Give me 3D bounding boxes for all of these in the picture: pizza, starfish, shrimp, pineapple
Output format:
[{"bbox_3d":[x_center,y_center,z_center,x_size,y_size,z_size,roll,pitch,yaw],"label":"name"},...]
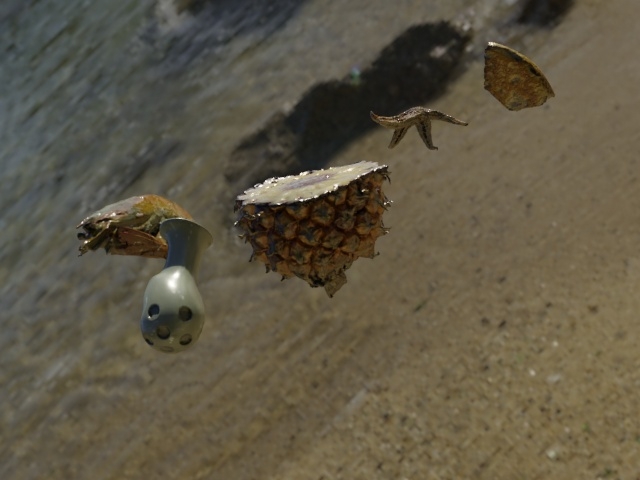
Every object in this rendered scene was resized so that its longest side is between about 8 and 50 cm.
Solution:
[{"bbox_3d":[0.366,-0.305,2.261,0.099,0.160,0.036,-51,-1,37],"label":"pizza"},{"bbox_3d":[0.146,-0.168,1.701,0.130,0.133,0.041,-10,71,20],"label":"starfish"},{"bbox_3d":[-0.242,-0.011,1.615,0.217,0.115,0.051,-17,-38,-54],"label":"shrimp"},{"bbox_3d":[0.000,-0.001,1.305,0.176,0.136,0.161,-20,14,-21],"label":"pineapple"}]

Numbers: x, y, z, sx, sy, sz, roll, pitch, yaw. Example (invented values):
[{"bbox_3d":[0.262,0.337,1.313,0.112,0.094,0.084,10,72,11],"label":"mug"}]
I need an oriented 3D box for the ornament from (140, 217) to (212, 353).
[{"bbox_3d":[-0.167,0.057,1.374,0.081,0.075,0.156,-10,56,23],"label":"ornament"}]
